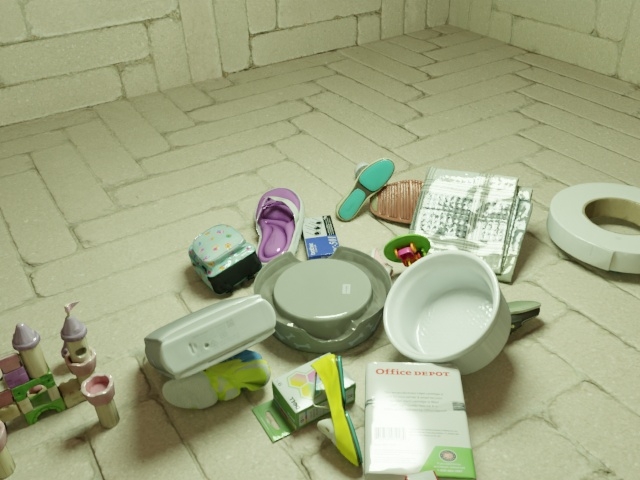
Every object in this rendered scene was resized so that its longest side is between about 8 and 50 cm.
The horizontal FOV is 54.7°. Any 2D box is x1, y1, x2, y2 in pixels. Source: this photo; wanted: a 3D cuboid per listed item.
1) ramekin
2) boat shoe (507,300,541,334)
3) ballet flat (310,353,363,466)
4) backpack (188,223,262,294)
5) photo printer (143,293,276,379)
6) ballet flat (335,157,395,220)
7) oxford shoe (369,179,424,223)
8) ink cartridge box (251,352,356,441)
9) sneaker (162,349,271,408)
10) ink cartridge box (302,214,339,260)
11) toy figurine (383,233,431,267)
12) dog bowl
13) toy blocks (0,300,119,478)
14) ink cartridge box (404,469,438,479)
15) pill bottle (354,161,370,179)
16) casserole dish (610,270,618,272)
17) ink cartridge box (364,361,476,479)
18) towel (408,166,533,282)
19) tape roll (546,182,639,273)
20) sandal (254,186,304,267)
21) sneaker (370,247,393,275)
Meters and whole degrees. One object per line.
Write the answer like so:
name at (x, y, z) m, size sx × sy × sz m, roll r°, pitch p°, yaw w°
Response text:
ramekin at (0.295, 0.173, 1.414) m, size 0.277 × 0.135 × 0.277 m, roll -22°, pitch 45°, yaw 24°
boat shoe at (0.441, 0.201, 1.519) m, size 0.227 × 0.069 × 0.081 m, roll -12°, pitch 7°, yaw -16°
ballet flat at (0.026, 0.349, 1.267) m, size 0.077 × 0.077 × 0.231 m, roll -12°, pitch 67°, yaw 0°
backpack at (-0.279, 0.041, 1.724) m, size 0.166 × 0.144 × 0.188 m, roll -36°, pitch 36°, yaw -20°
photo printer at (-0.261, 0.213, 1.395) m, size 0.256 × 0.107 × 0.307 m, roll -23°, pitch 2°, yaw -23°
ballet flat at (0.138, -0.169, 1.974) m, size 0.248 × 0.086 × 0.086 m, roll -46°, pitch 38°, yaw 9°
oxford shoe at (0.355, -0.111, 1.956) m, size 0.397 × 0.140 × 0.146 m, roll 2°, pitch -7°, yaw 21°
ink cartridge box at (-0.037, 0.338, 1.348) m, size 0.209 × 0.062 × 0.109 m, roll -21°, pitch 40°, yaw -24°
sneaker at (-0.233, 0.307, 1.404) m, size 0.240 × 0.091 × 0.126 m, roll -8°, pitch 16°, yaw -7°
ink cartridge box at (0.000, 0.000, 1.852) m, size 0.097 × 0.046 × 0.207 m, roll -7°, pitch 35°, yaw -4°
toy figurine at (0.252, 0.094, 1.651) m, size 0.130 × 0.173 × 0.159 m, roll -21°, pitch 51°, yaw 19°
dog bowl at (0.007, 0.148, 1.587) m, size 0.348 × 0.102 × 0.349 m, roll -2°, pitch 35°, yaw 1°
toy blocks at (-0.622, 0.269, 1.309) m, size 0.288 × 0.260 × 0.309 m, roll -22°, pitch 39°, yaw -26°
ink cartridge box at (0.180, 0.480, 1.064) m, size 0.056 × 0.135 × 0.099 m, roll -6°, pitch 35°, yaw -11°
pill bottle at (0.164, -0.212, 2.122) m, size 0.078 × 0.078 × 0.137 m, roll -8°, pitch 35°, yaw -9°
casserole dish at (0.826, 0.035, 1.762) m, size 0.114 × 0.037 × 0.188 m, roll -11°, pitch 36°, yaw -13°
ink cartridge box at (0.186, 0.380, 1.226) m, size 0.198 × 0.115 × 0.273 m, roll 1°, pitch 35°, yaw 4°
towel at (0.426, -0.057, 1.772) m, size 0.324 × 0.056 × 0.312 m, roll 13°, pitch 69°, yaw 19°
tape roll at (0.856, -0.045, 1.781) m, size 0.392 × 0.072 × 0.392 m, roll -1°, pitch 35°, yaw 1°
sandal at (-0.134, -0.068, 1.875) m, size 0.169 × 0.102 × 0.416 m, roll -21°, pitch 35°, yaw 7°
sneaker at (0.170, 0.073, 1.735) m, size 0.070 × 0.051 × 0.134 m, roll 8°, pitch 35°, yaw 4°
